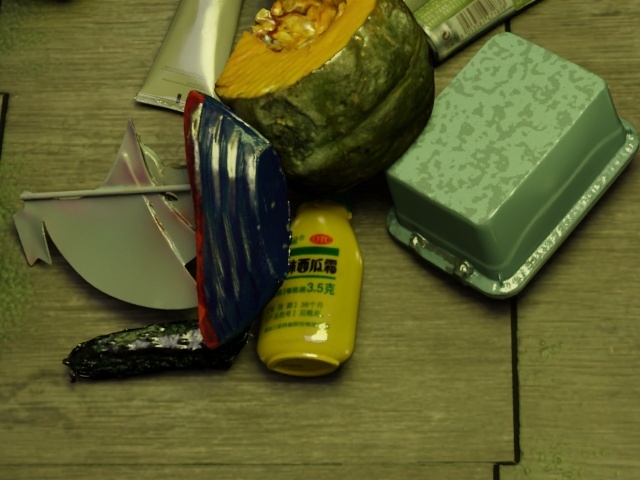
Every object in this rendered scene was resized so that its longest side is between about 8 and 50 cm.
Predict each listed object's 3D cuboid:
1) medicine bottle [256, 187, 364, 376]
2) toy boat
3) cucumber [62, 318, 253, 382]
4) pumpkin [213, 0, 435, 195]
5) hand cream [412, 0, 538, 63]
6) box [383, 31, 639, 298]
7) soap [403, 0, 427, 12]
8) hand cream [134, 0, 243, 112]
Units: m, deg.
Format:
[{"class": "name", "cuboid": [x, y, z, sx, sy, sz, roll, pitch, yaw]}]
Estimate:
[{"class": "medicine bottle", "cuboid": [0.000, 0.000, 1.518, 0.095, 0.064, 0.261, -5, 60, 25]}, {"class": "toy boat", "cuboid": [-0.153, 0.005, 1.465, 0.318, 0.072, 0.219, -28, 84, 32]}, {"class": "cucumber", "cuboid": [-0.150, 0.099, 1.497, 0.181, 0.053, 0.053, -7, 66, 3]}, {"class": "pumpkin", "cuboid": [-0.017, -0.162, 1.501, 0.190, 0.139, 0.280, -44, 35, -6]}, {"class": "hand cream", "cuboid": [0.177, -0.252, 1.617, 0.235, 0.055, 0.086, -37, 99, -13]}, {"class": "box", "cuboid": [0.171, -0.073, 1.497, 0.162, 0.130, 0.227, 33, 74, 33]}, {"class": "soap", "cuboid": [0.099, -0.307, 1.641, 0.183, 0.064, 0.121, -39, 68, -13]}, {"class": "hand cream", "cuboid": [-0.119, -0.215, 1.631, 0.087, 0.054, 0.186, 15, 75, 7]}]
